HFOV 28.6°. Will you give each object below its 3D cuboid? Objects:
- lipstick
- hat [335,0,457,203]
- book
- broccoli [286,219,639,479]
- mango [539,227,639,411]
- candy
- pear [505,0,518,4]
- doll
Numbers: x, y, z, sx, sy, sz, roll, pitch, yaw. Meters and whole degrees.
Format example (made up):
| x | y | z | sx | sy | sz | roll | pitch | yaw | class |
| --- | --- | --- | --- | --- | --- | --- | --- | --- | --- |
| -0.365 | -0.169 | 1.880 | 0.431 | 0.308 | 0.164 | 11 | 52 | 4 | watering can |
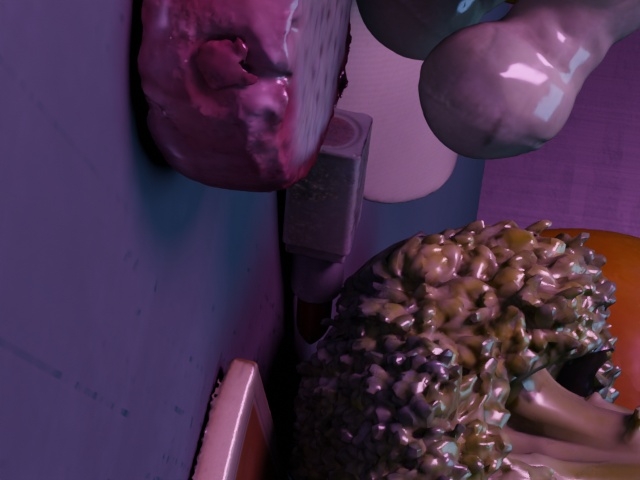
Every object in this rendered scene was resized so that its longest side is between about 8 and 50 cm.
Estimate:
| x | y | z | sx | sy | sz | roll | pitch | yaw | class |
| --- | --- | --- | --- | --- | --- | --- | --- | --- | --- |
| 0.000 | 0.001 | 0.552 | 0.030 | 0.030 | 0.129 | -72 | 172 | -45 | lipstick |
| 0.073 | -0.130 | 0.567 | 0.219 | 0.164 | 0.226 | -69 | 143 | -50 | hat |
| -0.035 | 0.173 | 0.522 | 0.241 | 0.018 | 0.170 | 81 | 19 | -61 | book |
| 0.076 | 0.095 | 0.556 | 0.176 | 0.226 | 0.198 | -5 | -123 | 55 | broccoli |
| 0.141 | 0.190 | 0.840 | 0.232 | 0.300 | 0.445 | -27 | 149 | -44 | mango |
| -0.016 | -0.064 | 0.351 | 0.103 | 0.043 | 0.103 | 8 | 90 | -82 | candy |
| 0.180 | -0.259 | 0.720 | 0.285 | 0.336 | 0.284 | 16 | 70 | -51 | pear |
| 0.054 | -0.163 | 0.354 | 0.155 | 0.113 | 0.275 | -113 | -172 | -55 | doll |
